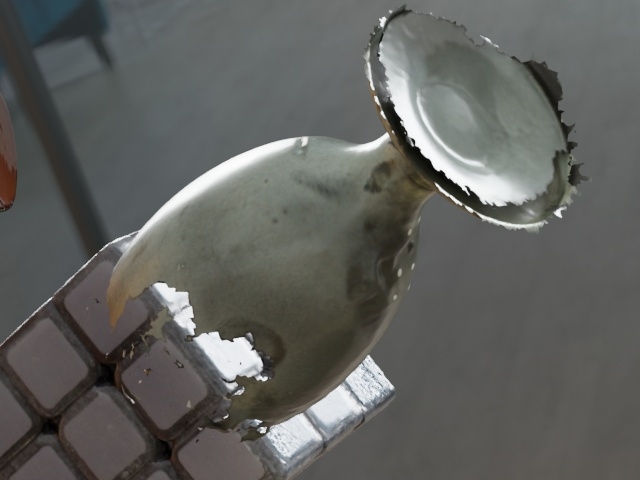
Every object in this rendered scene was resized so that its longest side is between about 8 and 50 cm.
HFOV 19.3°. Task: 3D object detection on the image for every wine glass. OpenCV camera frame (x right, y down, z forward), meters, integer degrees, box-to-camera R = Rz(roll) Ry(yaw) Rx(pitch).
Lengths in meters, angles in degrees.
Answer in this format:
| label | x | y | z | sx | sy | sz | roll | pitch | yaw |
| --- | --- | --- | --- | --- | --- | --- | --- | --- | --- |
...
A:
| label | x | y | z | sx | sy | sz | roll | pitch | yaw |
| --- | --- | --- | --- | --- | --- | --- | --- | --- | --- |
| wine glass | 0.004 | -0.003 | 1.311 | 0.357 | 0.190 | 0.190 | -39 | 6 | 37 |

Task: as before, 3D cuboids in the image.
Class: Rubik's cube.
| label | x | y | z | sx | sy | sz | roll | pitch | yaw |
| --- | --- | --- | --- | --- | --- | --- | --- | --- | --- |
| Rubik's cube | -0.157 | 0.170 | 2.020 | 0.304 | 0.305 | 0.301 | -43 | -6 | 27 |

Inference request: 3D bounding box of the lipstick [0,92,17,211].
| label | x | y | z | sx | sy | sz | roll | pitch | yaw |
| --- | --- | --- | --- | --- | --- | --- | --- | --- | --- |
| lipstick | -0.306 | -0.020 | 0.783 | 0.357 | 0.057 | 0.057 | -6 | 23 | 7 |
